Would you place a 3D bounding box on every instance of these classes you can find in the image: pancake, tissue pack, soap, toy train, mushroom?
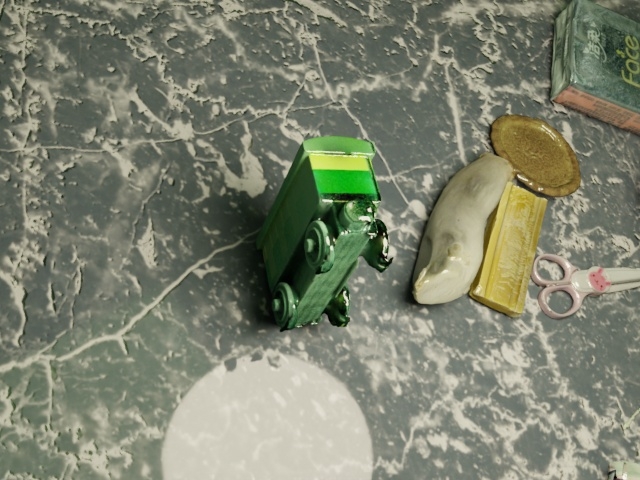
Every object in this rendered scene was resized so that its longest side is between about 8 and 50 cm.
[{"bbox_3d":[0.403,-0.161,1.759,0.199,0.021,0.199,14,51,-18],"label":"pancake"},{"bbox_3d":[0.614,-0.329,1.893,0.316,0.103,0.228,18,59,-15],"label":"tissue pack"},{"bbox_3d":[0.329,0.012,1.650,0.092,0.037,0.252,26,59,-8],"label":"soap"},{"bbox_3d":[0.000,0.000,1.372,0.120,0.301,0.202,1,57,-21],"label":"toy train"},{"bbox_3d":[0.237,-0.028,1.595,0.109,0.097,0.351,11,51,21],"label":"mushroom"}]

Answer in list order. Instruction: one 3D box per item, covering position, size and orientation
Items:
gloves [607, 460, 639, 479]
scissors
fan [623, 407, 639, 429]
[{"bbox_3d":[0.495,0.456,1.471,0.127,0.111,0.212,35,51,-33],"label":"gloves"},{"bbox_3d":[0.488,0.075,1.690,0.242,0.030,0.118,-3,68,-21],"label":"scissors"},{"bbox_3d":[0.615,0.239,1.676,0.182,0.010,0.310,48,57,5],"label":"fan"}]
